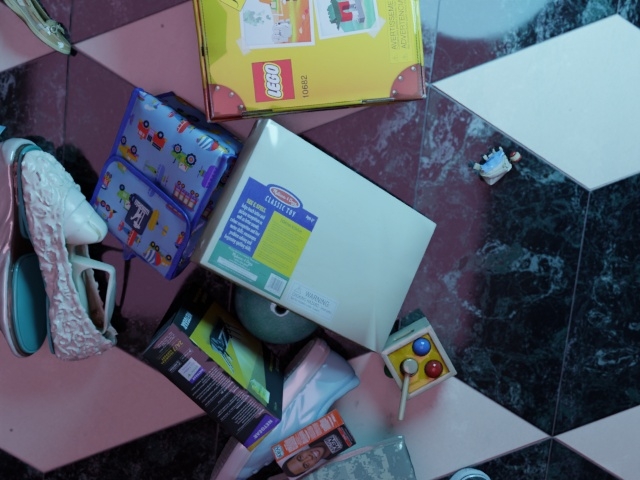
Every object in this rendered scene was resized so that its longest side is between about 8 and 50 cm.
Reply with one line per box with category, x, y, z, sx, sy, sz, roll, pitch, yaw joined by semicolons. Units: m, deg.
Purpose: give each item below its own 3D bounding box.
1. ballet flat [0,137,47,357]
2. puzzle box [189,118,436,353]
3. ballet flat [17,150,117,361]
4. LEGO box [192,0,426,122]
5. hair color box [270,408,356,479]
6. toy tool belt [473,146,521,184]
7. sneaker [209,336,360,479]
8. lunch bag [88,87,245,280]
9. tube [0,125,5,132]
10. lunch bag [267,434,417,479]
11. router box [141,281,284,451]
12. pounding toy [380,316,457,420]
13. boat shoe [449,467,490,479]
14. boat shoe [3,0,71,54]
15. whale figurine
ballet flat;-0.573;0.013;1.627;0.139;0.139;0.400;0;95;-2
puzzle box;0.000;0.000;1.558;0.409;0.052;0.272;30;80;-30
ballet flat;-0.442;0.028;1.609;0.147;0.147;0.408;-5;110;-1
LEGO box;-0.031;-0.469;1.519;0.373;0.193;0.499;-5;99;1
hair color box;-0.012;0.378;1.632;0.141;0.043;0.072;-30;128;-2
toy tool belt;0.331;-0.148;1.660;0.083;0.052;0.051;-42;106;4
sneaker;-0.064;0.367;1.686;0.150;0.135;0.366;38;97;-4
lunch bag;-0.283;-0.090;1.594;0.221;0.138;0.293;36;107;15
tube;-0.689;-0.206;1.607;0.207;0.080;0.052;10;131;0
lunch bag;0.054;0.526;1.666;0.287;0.169;0.235;-16;68;-1
router box;-0.178;0.212;1.568;0.243;0.309;0.081;43;96;-9
pounding toy;0.176;0.245;1.691;0.141;0.100;0.130;-29;98;3
boat shoe;0.235;0.607;1.742;0.121;0.119;0.335;25;97;-6
boat shoe;-0.501;-0.399;1.589;0.048;0.056;0.153;-44;91;9
whale figurine;-0.063;0.061;1.632;0.216;0.141;0.271;12;100;-4
